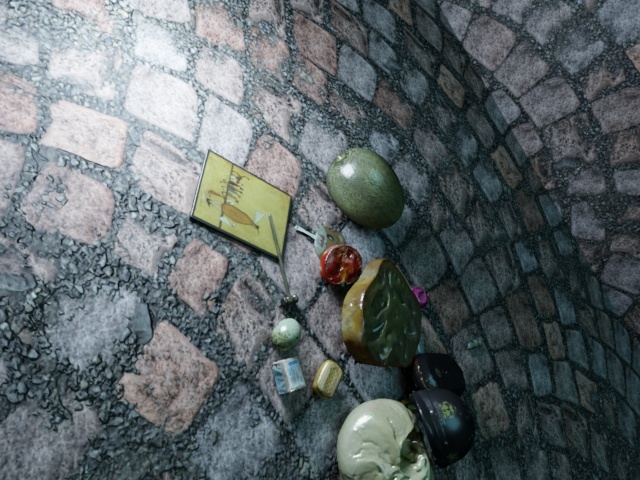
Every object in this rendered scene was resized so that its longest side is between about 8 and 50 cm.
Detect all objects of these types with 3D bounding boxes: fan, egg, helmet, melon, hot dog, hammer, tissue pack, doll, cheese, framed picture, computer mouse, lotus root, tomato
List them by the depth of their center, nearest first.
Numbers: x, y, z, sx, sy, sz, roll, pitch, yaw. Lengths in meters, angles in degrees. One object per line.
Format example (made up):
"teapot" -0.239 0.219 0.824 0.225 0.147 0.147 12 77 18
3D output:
"tissue pack" -0.092 0.390 1.634 0.074 0.058 0.095 -6 76 -47
"egg" -0.100 0.277 1.661 0.085 0.085 0.110 42 41 -22
"helmet" 0.378 0.545 1.694 0.279 0.160 0.231 71 1 -53
"framed picture" -0.236 -0.108 1.759 0.338 0.014 0.256 29 54 -32
"hammer" -0.128 0.059 1.761 0.058 0.029 0.293 -8 81 -44
"tomato" 0.057 0.081 1.892 0.159 0.091 0.139 -3 96 -30
"lotus root" 0.214 0.250 1.904 0.390 0.111 0.376 -1 82 -51
"fan" 0.000 0.000 1.941 0.226 0.008 0.153 31 53 -32
"hot dog" 0.329 0.575 1.964 0.133 0.041 0.057 10 65 -41
"melon" 0.166 -0.183 2.018 0.329 0.248 0.249 43 47 -24
"computer mouse" 0.413 0.495 2.028 0.323 0.116 0.183 16 49 -52
"cheese" 0.365 0.221 2.168 0.145 0.038 0.095 10 63 -34
"doll" 0.638 0.430 2.339 0.125 0.027 0.037 -8 84 -45

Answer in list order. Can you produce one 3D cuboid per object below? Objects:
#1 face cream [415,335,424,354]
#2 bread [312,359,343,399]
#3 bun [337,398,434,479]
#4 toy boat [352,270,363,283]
"face cream" 0.341 0.332 2.082 0.072 0.051 0.182 1 72 -45
"bread" 0.017 0.428 1.724 0.082 0.056 0.115 40 55 -23
"bun" 0.221 0.659 1.690 0.361 0.213 0.361 28 49 -37
"toy boat" 0.135 0.132 1.975 0.141 0.055 0.060 5 61 -42
